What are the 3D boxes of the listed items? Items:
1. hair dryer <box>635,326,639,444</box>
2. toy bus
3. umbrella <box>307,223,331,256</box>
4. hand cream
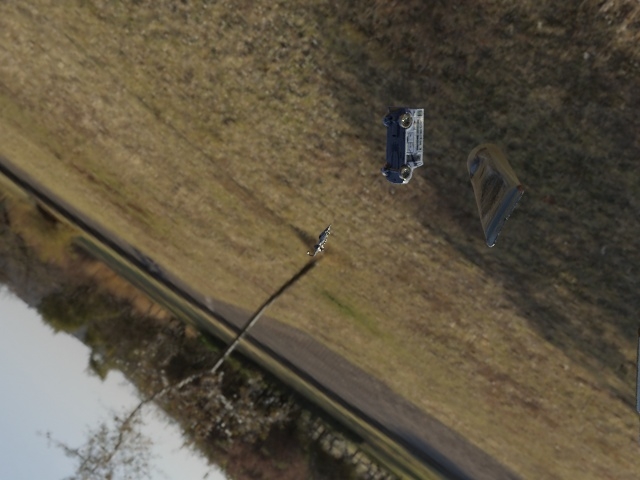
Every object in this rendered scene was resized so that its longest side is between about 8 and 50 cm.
[{"bbox_3d":[0.710,0.304,1.260,0.302,0.116,0.244,26,129,59],"label":"hair dryer"},{"bbox_3d":[0.185,-0.210,1.538,0.073,0.076,0.167,21,115,55],"label":"toy bus"},{"bbox_3d":[0.003,0.001,1.270,0.022,0.013,0.122,26,146,-7],"label":"umbrella"},{"bbox_3d":[0.341,-0.111,1.367,0.077,0.124,0.341,21,-153,-7],"label":"hand cream"}]
